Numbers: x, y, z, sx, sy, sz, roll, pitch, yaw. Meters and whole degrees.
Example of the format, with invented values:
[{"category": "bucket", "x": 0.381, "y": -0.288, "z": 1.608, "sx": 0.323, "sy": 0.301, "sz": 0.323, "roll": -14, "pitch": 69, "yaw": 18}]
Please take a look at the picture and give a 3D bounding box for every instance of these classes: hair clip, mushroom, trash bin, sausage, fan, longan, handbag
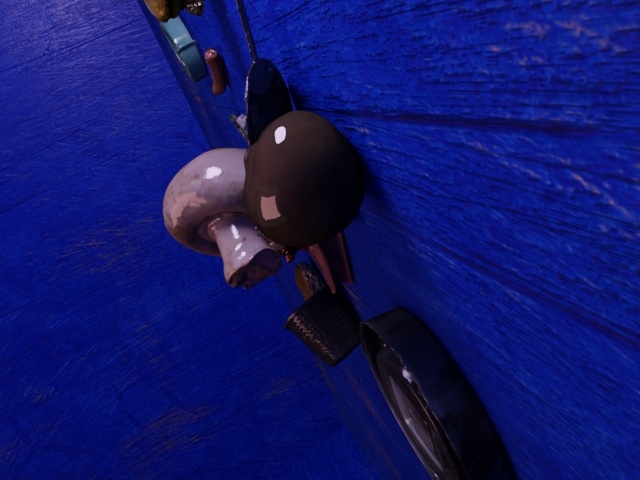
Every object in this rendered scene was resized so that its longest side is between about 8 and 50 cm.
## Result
[{"category": "hair clip", "x": -0.193, "y": -0.254, "z": 1.834, "sx": 0.066, "sy": 0.036, "sz": 0.229, "roll": 95, "pitch": 153, "yaw": -66}, {"category": "mushroom", "x": -0.190, "y": -0.043, "z": 1.457, "sx": 0.298, "sy": 0.297, "sz": 0.290, "roll": 77, "pitch": -177, "yaw": -60}, {"category": "trash bin", "x": 0.022, "y": 0.216, "z": 1.665, "sx": 0.161, "sy": 0.175, "sz": 0.175, "roll": 50, "pitch": 169, "yaw": 9}, {"category": "sausage", "x": -0.259, "y": -0.419, "z": 1.693, "sx": 0.043, "sy": 0.043, "sz": 0.186, "roll": 60, "pitch": 170, "yaw": 14}, {"category": "fan", "x": -0.089, "y": -0.199, "z": 1.029, "sx": 0.294, "sy": 0.012, "sz": 0.224, "roll": 61, "pitch": -150, "yaw": -54}, {"category": "longan", "x": -0.023, "y": -0.084, "z": 0.941, "sx": 0.189, "sy": 0.189, "sz": 0.189, "roll": 60, "pitch": 171, "yaw": 16}, {"category": "handbag", "x": 0.000, "y": 0.000, "z": 1.410, "sx": 0.157, "sy": 0.059, "sz": 0.213, "roll": 56, "pitch": 170, "yaw": 35}]

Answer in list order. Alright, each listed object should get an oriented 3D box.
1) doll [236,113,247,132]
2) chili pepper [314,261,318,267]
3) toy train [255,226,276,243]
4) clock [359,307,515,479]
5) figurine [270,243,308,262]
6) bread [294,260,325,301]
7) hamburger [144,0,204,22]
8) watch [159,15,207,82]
[{"category": "doll", "x": -0.116, "y": -0.218, "z": 1.441, "sx": 0.114, "sy": 0.057, "sz": 0.227, "roll": 47, "pitch": 180, "yaw": -24}, {"category": "chili pepper", "x": -0.006, "y": 0.019, "z": 1.607, "sx": 0.045, "sy": 0.027, "sz": 0.178, "roll": 52, "pitch": 168, "yaw": 30}, {"category": "toy train", "x": -0.031, "y": -0.046, "z": 1.182, "sx": 0.248, "sy": 0.159, "sz": 0.101, "roll": -140, "pitch": 56, "yaw": -82}, {"category": "clock", "x": 0.190, "y": 0.291, "z": 1.140, "sx": 0.386, "sy": 0.076, "sz": 0.386, "roll": 59, "pitch": 171, "yaw": 16}, {"category": "figurine", "x": -0.124, "y": -0.042, "z": 1.712, "sx": 0.226, "sy": 0.183, "sz": 0.160, "roll": 52, "pitch": -177, "yaw": -13}, {"category": "bread", "x": 0.002, "y": 0.186, "z": 1.968, "sx": 0.287, "sy": 0.056, "sz": 0.207, "roll": 63, "pitch": 168, "yaw": -5}, {"category": "hamburger", "x": -0.279, "y": -0.508, "z": 1.294, "sx": 0.185, "sy": 0.131, "sz": 0.159, "roll": 56, "pitch": 163, "yaw": -2}, {"category": "watch", "x": -0.409, "y": -0.576, "z": 2.013, "sx": 0.195, "sy": 0.068, "sz": 0.237, "roll": 62, "pitch": 172, "yaw": -4}]
